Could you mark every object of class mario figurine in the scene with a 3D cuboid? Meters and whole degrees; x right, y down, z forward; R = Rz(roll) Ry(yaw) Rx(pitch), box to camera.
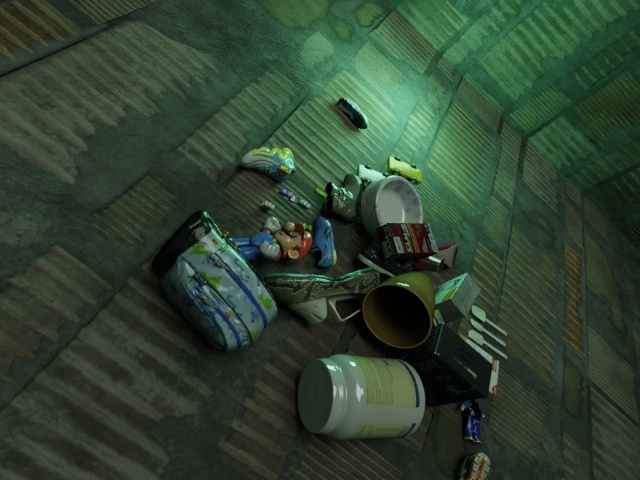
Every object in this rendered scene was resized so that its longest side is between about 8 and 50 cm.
[{"bbox_3d":[-0.167,-0.012,1.353,0.321,0.170,0.197,-5,66,-35],"label":"mario figurine"}]

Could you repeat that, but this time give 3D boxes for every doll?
[{"bbox_3d":[0.572,0.661,1.566,0.129,0.046,0.188,30,52,-19],"label":"doll"}]

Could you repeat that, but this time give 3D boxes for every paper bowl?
[{"bbox_3d":[0.280,-0.114,1.709,0.285,0.148,0.283,8,78,-38],"label":"paper bowl"}]

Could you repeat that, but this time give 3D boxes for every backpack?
[{"bbox_3d":[-0.285,0.132,1.137,0.356,0.290,0.273,40,57,-19],"label":"backpack"}]

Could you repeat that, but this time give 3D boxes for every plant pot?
[{"bbox_3d":[0.308,0.211,1.453,0.237,0.237,0.254,54,36,3],"label":"plant pot"}]

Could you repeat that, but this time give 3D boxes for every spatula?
[{"bbox_3d":[0.759,0.415,1.857,0.242,0.019,0.168,33,49,-15],"label":"spatula"}]

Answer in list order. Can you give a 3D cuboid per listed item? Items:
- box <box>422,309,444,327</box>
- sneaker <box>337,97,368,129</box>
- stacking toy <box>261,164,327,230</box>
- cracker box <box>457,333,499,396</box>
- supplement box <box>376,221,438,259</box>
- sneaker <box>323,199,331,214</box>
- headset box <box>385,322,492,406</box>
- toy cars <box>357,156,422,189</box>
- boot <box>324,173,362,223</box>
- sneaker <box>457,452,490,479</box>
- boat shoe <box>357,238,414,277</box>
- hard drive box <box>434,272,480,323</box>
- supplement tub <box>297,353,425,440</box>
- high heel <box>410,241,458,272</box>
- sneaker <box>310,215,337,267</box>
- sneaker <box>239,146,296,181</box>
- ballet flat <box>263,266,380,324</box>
[{"bbox_3d":[0.377,0.315,1.544,0.054,0.169,0.059,-3,66,-35],"label":"box"},{"bbox_3d":[0.174,-0.626,2.012,0.190,0.071,0.083,50,42,-1],"label":"sneaker"},{"bbox_3d":[-0.092,-0.153,1.522,0.221,0.052,0.166,29,75,-20],"label":"stacking toy"},{"bbox_3d":[0.613,0.506,1.669,0.232,0.067,0.155,36,50,-14],"label":"cracker box"},{"bbox_3d":[0.335,0.002,1.579,0.240,0.073,0.130,-1,69,-38],"label":"supplement box"},{"bbox_3d":[0.035,-0.137,1.662,0.035,0.031,0.083,40,51,-29],"label":"sneaker"},{"bbox_3d":[0.404,0.433,1.420,0.246,0.283,0.131,40,49,-9],"label":"headset box"},{"bbox_3d":[0.308,-0.287,1.903,0.394,0.087,0.176,-21,73,-38],"label":"toy cars"},{"bbox_3d":[0.088,-0.199,1.669,0.161,0.084,0.246,30,51,-39],"label":"boot"},{"bbox_3d":[0.501,0.825,1.405,0.084,0.083,0.214,40,67,-4],"label":"sneaker"},{"bbox_3d":[0.307,0.093,1.629,0.340,0.113,0.127,27,9,-19],"label":"boat shoe"},{"bbox_3d":[0.482,0.246,1.615,0.089,0.232,0.181,50,47,0],"label":"hard drive box"},{"bbox_3d":[0.120,0.465,1.234,0.325,0.235,0.235,14,58,-29],"label":"supplement tub"},{"bbox_3d":[0.491,0.056,1.836,0.377,0.182,0.127,-9,112,-58],"label":"high heel"},{"bbox_3d":[0.000,0.000,1.529,0.082,0.069,0.209,3,63,-30],"label":"sneaker"},{"bbox_3d":[-0.181,-0.280,1.547,0.240,0.091,0.126,-20,78,-41],"label":"sneaker"},{"bbox_3d":[0.033,0.189,1.394,0.484,0.164,0.181,0,74,-39],"label":"ballet flat"}]
